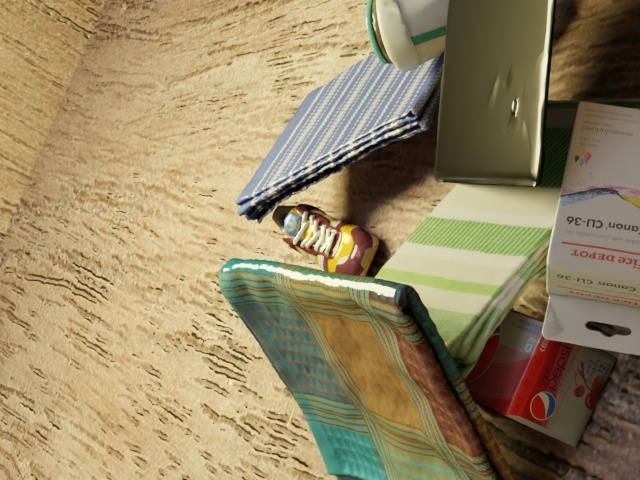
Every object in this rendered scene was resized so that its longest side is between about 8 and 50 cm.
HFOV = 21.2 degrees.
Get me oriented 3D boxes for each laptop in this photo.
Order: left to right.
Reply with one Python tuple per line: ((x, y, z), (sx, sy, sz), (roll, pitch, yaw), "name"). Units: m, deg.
((0.265, -0.254, 1.596), (0.408, 0.236, 0.382), (-30, 7, -7), "laptop")

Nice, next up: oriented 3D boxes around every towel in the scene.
((0.052, -0.152, 1.986), (0.336, 0.040, 0.243), (-26, 26, 46), "towel")
((0.042, 0.140, 1.580), (0.040, 0.271, 0.370), (-35, 17, -20), "towel")
((0.169, -0.011, 1.583), (0.325, 0.038, 0.248), (-48, 22, -14), "towel")

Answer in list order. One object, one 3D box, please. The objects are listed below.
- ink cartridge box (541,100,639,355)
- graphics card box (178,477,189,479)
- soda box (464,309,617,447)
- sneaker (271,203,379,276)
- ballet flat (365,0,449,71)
((0.254, -0.009, 1.426), (0.067, 0.115, 0.198), (72, -151, -64), "ink cartridge box")
((-0.200, 0.478, 1.919), (0.371, 0.094, 0.233), (-53, 26, 22), "graphics card box")
((0.155, 0.105, 1.570), (0.092, 0.083, 0.263), (-66, 25, -2), "soda box")
((0.000, 0.000, 1.978), (0.069, 0.084, 0.185), (-66, 23, -1), "sneaker")
((0.148, -0.325, 1.937), (0.139, 0.139, 0.400), (-46, 17, 36), "ballet flat")
